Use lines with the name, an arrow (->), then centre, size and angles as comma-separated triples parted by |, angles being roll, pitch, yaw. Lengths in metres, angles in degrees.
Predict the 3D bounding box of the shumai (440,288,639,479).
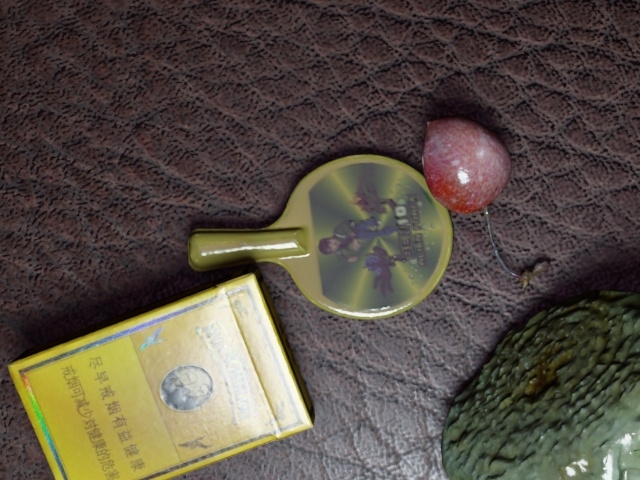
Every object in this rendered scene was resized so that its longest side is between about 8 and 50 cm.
shumai -> 0.318, 0.227, 1.095 | 0.263, 0.309, 0.304 | 41, 122, -16

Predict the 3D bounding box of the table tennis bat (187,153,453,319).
table tennis bat -> 0.000, 0.000, 1.238 | 0.320, 0.050, 0.199 | -5, 85, 0

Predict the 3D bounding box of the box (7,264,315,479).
box -> -0.179, 0.171, 1.191 | 0.301, 0.084, 0.193 | -21, 97, 3

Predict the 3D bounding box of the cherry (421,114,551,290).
cherry -> 0.199, -0.054, 1.211 | 0.225, 0.090, 0.107 | 50, 59, -13
